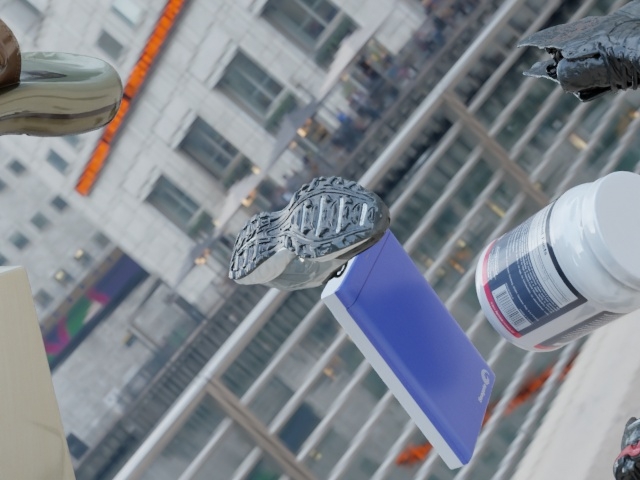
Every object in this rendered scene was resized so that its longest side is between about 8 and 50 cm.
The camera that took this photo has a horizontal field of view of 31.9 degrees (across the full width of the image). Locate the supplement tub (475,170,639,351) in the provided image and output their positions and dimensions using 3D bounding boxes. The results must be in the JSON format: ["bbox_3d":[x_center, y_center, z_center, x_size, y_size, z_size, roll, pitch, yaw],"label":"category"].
[{"bbox_3d":[0.369,0.034,1.603,0.191,0.191,0.272,-51,7,-37],"label":"supplement tub"}]

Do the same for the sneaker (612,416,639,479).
[{"bbox_3d":[0.531,0.257,1.522,0.276,0.097,0.135,-22,26,25],"label":"sneaker"}]

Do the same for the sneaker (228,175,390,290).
[{"bbox_3d":[0.000,0.000,1.316,0.271,0.108,0.100,-21,54,54],"label":"sneaker"}]

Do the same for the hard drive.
[{"bbox_3d":[0.135,0.141,1.605,0.040,0.318,0.210,-27,18,32],"label":"hard drive"}]

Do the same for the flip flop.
[{"bbox_3d":[-0.183,-0.089,0.533,0.277,0.112,0.080,-23,-50,-65],"label":"flip flop"}]

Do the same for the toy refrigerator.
[{"bbox_3d":[-0.295,0.165,0.977,0.094,0.269,0.102,-3,13,40],"label":"toy refrigerator"}]

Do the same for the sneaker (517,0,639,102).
[{"bbox_3d":[0.207,-0.122,0.778,0.089,0.051,0.170,-26,30,0],"label":"sneaker"}]
